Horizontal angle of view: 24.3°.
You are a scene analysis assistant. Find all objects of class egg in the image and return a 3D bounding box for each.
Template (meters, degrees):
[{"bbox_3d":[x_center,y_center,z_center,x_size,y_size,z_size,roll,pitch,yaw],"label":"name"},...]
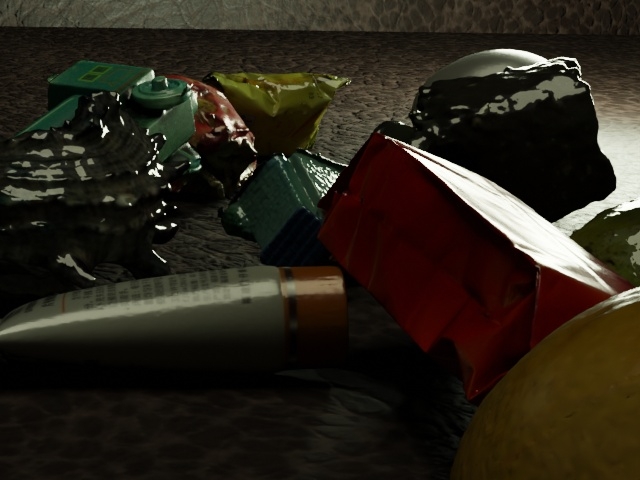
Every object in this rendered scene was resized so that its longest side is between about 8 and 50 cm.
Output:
[{"bbox_3d":[0.242,-0.177,2.072,0.231,0.176,0.176,-7,17,-10],"label":"egg"}]

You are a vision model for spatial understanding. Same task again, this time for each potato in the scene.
[{"bbox_3d":[0.304,0.034,1.352,0.228,0.149,0.197,-9,5,-32],"label":"potato"}]

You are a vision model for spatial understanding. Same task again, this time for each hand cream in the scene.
[{"bbox_3d":[-0.135,0.066,1.212,0.314,0.089,0.140,0,4,-4],"label":"hand cream"}]

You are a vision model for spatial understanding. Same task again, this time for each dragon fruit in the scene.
[{"bbox_3d":[-0.159,-0.128,1.856,0.262,0.134,0.211,-7,23,-38],"label":"dragon fruit"}]

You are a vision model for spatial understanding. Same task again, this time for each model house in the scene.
[{"bbox_3d":[0.000,0.000,1.506,0.148,0.119,0.149,21,26,-42],"label":"model house"}]

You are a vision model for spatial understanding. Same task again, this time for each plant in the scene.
[{"bbox_3d":[0.194,-0.093,1.724,0.276,0.188,0.199,-14,20,5],"label":"plant"}]

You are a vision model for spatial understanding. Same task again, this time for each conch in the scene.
[{"bbox_3d":[-0.253,-0.018,1.375,0.240,0.186,0.313,-16,8,45],"label":"conch"}]

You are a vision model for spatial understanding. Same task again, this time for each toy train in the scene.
[{"bbox_3d":[-0.263,-0.102,1.664,0.194,0.120,0.298,9,32,23],"label":"toy train"}]

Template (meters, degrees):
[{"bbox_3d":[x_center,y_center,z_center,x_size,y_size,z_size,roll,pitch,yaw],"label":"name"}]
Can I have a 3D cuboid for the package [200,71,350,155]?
[{"bbox_3d":[-0.079,-0.176,2.063,0.226,0.168,0.090,-6,58,-25],"label":"package"}]

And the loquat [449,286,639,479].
[{"bbox_3d":[0.180,0.155,0.670,0.274,0.275,0.275,4,15,-1],"label":"loquat"}]

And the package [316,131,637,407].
[{"bbox_3d":[0.147,0.049,1.151,0.196,0.123,0.423,23,13,-26],"label":"package"}]
